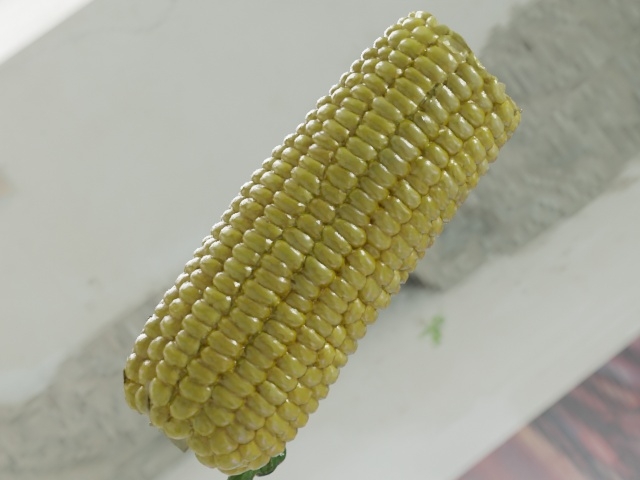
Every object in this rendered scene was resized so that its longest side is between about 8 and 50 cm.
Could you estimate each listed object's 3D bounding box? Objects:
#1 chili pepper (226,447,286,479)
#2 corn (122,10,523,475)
[{"bbox_3d":[-0.041,0.136,1.052,0.022,0.083,0.027,14,-25,49],"label":"chili pepper"},{"bbox_3d":[0.000,0.000,0.863,0.093,0.244,0.093,36,-5,4],"label":"corn"}]
